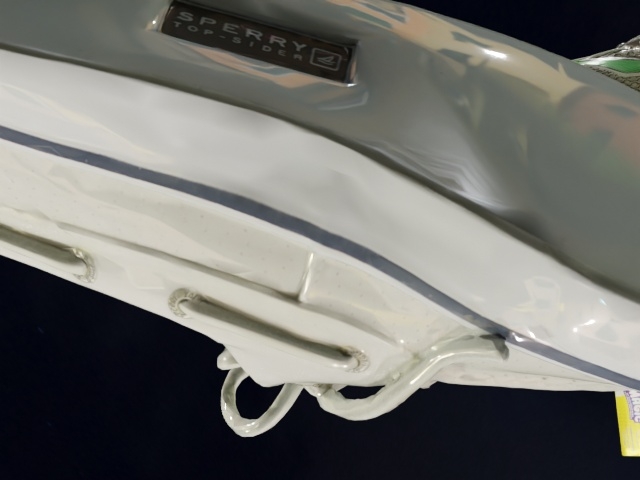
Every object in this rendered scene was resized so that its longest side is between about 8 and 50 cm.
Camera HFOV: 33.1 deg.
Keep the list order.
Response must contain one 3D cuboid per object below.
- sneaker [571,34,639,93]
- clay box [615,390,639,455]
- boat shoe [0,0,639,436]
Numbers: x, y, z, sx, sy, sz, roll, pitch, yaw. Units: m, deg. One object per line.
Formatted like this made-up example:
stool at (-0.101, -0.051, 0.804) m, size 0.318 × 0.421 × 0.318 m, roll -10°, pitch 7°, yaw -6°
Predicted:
sneaker at (0.208, -0.078, 0.777) m, size 0.343 × 0.134 × 0.146 m, roll 4°, pitch -128°, yaw 20°
clay box at (0.375, 0.128, 1.272) m, size 0.053 × 0.222 × 0.127 m, roll -2°, pitch -151°, yaw 21°
boat shoe at (-0.003, 0.005, 0.402) m, size 0.366 × 0.157 × 0.136 m, roll 16°, pitch -138°, yaw -4°
